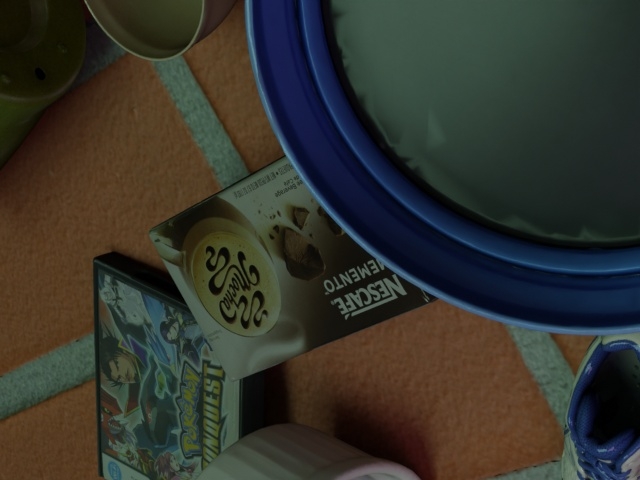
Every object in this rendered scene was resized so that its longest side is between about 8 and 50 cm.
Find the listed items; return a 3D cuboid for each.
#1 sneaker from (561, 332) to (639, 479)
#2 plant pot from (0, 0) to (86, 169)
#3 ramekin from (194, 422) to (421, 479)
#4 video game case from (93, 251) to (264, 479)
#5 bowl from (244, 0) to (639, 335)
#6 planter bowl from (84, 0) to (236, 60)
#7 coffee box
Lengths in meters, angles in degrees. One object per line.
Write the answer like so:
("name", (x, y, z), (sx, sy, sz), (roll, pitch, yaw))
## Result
("sneaker", (0.236, 0.150, 1.324), (0.112, 0.131, 0.296), (28, 132, 26))
("plant pot", (-0.431, -0.175, 1.628), (0.353, 0.366, 0.366), (-28, 94, 36))
("ramekin", (-0.030, 0.312, 1.574), (0.135, 0.277, 0.277), (27, 131, 40))
("video game case", (-0.154, 0.177, 1.734), (0.248, 0.035, 0.275), (23, 121, 41))
("bowl", (0.151, -0.138, 0.951), (0.391, 0.077, 0.391), (5, 112, 13))
("planter bowl", (-0.127, -0.253, 1.434), (0.162, 0.109, 0.162), (23, 128, 32))
("coffee box", (0.000, 0.000, 1.461), (0.297, 0.119, 0.168), (-24, 95, 48))
